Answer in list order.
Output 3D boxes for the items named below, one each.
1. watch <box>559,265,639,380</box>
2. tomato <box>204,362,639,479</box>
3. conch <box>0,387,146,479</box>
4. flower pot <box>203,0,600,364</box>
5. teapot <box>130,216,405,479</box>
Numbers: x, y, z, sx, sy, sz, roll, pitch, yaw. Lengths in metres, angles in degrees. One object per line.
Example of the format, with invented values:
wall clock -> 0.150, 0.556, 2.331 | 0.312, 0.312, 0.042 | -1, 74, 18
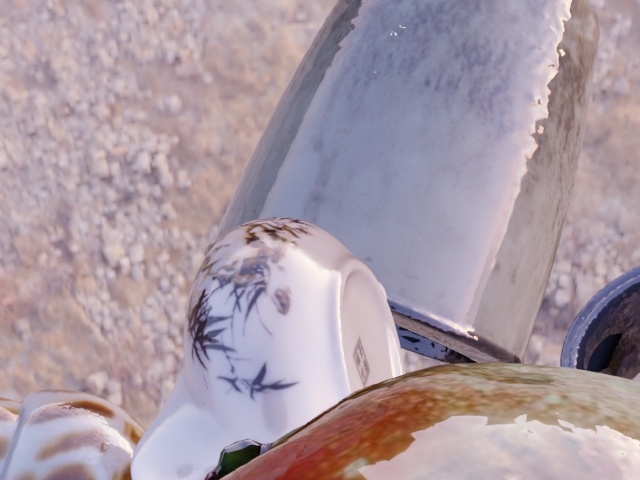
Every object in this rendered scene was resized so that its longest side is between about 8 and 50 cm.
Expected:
watch -> 0.466, 0.171, 1.863 | 0.335, 0.314, 0.327 | -26, 41, 6
tomato -> 0.067, 0.194, 0.521 | 0.239, 0.303, 0.303 | 9, 52, 45
conch -> -0.264, 0.213, 1.521 | 0.275, 0.183, 0.149 | 2, 74, -5
flower pot -> 0.086, -0.080, 1.406 | 0.293, 0.293, 0.330 | 18, 83, 13
teapot -> -0.026, 0.086, 1.078 | 0.166, 0.208, 0.300 | -27, 16, 12
